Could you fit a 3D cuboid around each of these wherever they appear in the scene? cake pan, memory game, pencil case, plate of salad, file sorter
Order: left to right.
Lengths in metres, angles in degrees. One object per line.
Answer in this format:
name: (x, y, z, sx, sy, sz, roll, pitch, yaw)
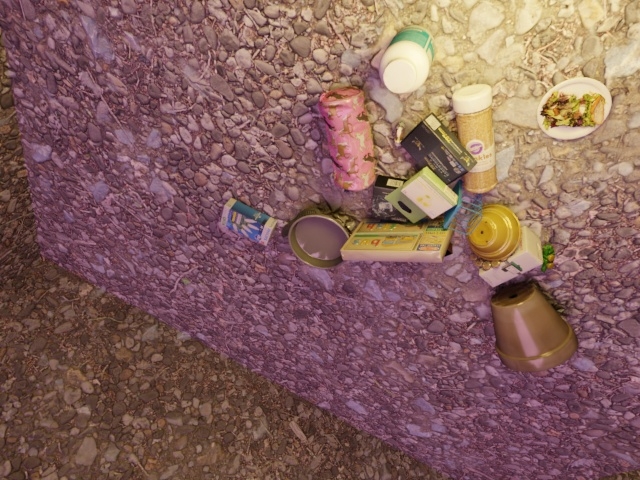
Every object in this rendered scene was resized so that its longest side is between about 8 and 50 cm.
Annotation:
cake pan: (0.000, 0.000, 1.826, 0.292, 0.054, 0.294, 9, 126, 13)
pencil case: (0.102, -0.373, 1.509, 0.160, 0.167, 0.387, 32, 146, 43)
file sorter: (0.541, -0.123, 1.527, 0.104, 0.170, 0.118, 21, 135, 2)
memory game: (0.669, 0.026, 1.603, 0.012, 0.186, 0.186, 17, 142, -30)
plate of salad: (0.784, -0.400, 1.256, 0.199, 0.048, 0.200, 12, 134, 13)

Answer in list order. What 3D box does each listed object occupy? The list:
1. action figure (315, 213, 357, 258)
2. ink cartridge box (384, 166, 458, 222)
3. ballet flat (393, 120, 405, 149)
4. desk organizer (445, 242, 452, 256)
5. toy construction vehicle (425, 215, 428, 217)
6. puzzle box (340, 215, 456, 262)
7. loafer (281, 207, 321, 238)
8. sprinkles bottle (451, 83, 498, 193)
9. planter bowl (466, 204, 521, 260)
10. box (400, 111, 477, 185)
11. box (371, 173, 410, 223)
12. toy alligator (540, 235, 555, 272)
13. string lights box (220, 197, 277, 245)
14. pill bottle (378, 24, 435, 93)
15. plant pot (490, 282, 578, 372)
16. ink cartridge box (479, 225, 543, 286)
action figure: (0.063, -0.029, 1.879, 0.284, 0.099, 0.185, -31, 106, 36)
ink cartridge box: (0.366, -0.149, 1.513, 0.171, 0.056, 0.235, 39, 139, -12)
ballet flat: (0.289, -0.382, 1.497, 0.041, 0.041, 0.115, 12, 133, 14)
desk organizer: (0.509, 0.013, 1.725, 0.130, 0.050, 0.047, 36, 136, -29)
toy construction vehicle: (0.449, -0.067, 1.711, 0.098, 0.035, 0.086, 37, 134, -11)
puzzle box: (0.312, -0.011, 1.628, 0.408, 0.272, 0.052, 0, 123, 31)
loafer: (-0.078, -0.075, 1.915, 0.251, 0.095, 0.087, -27, 150, 37)
sprinkles bottle: (0.529, -0.336, 1.375, 0.121, 0.121, 0.356, -3, 129, 26)
planter bowl: (0.631, -0.030, 1.536, 0.217, 0.090, 0.218, 2, 92, 50)
box: (0.404, -0.307, 1.410, 0.233, 0.059, 0.183, 48, 163, -1)
box: (0.295, -0.169, 1.649, 0.155, 0.093, 0.159, 12, 134, 14)
toy alligator: (0.906, 0.048, 1.606, 0.051, 0.056, 0.190, -24, 126, -11)
string lights box: (-0.356, -0.092, 2.014, 0.259, 0.077, 0.133, 26, 134, 0)
pill bottle: (0.258, -0.536, 1.214, 0.146, 0.264, 0.146, 12, 133, 14)
plant pot: (0.876, 0.350, 1.740, 0.322, 0.323, 0.281, -22, 102, 37)
ink cartridge box: (0.750, 0.064, 1.608, 0.092, 0.160, 0.219, 38, 133, -12)
